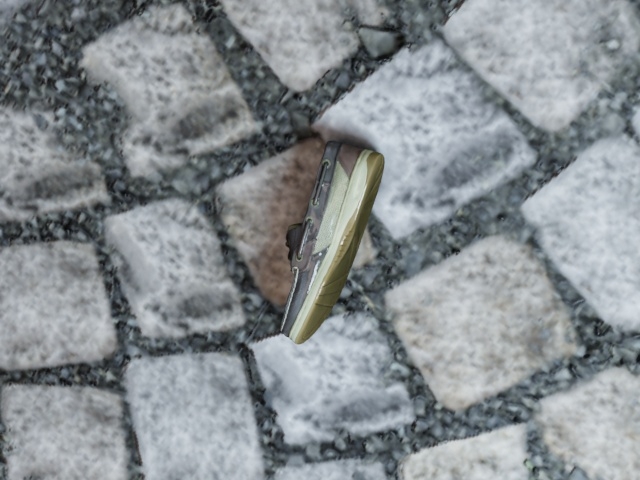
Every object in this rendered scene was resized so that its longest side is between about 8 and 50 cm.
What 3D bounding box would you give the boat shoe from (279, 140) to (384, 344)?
[{"bbox_3d":[0.000,0.000,1.444,0.049,0.056,0.152,25,98,15],"label":"boat shoe"}]
